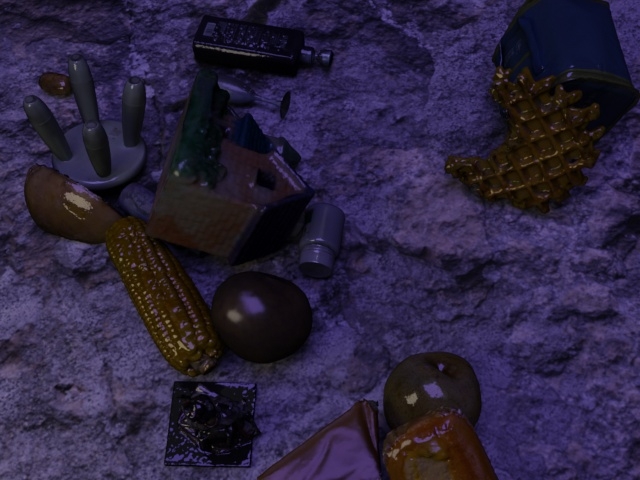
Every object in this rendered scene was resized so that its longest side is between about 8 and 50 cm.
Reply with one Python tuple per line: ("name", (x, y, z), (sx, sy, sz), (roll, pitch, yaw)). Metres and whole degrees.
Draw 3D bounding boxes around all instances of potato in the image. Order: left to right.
("potato", (-0.590, -0.349, 1.761), (0.083, 0.040, 0.051), (18, 73, 13))
("potato", (-0.513, -0.065, 1.563), (0.261, 0.120, 0.100), (28, 71, 17))

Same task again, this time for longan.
("longan", (-0.105, 0.133, 1.399), (0.167, 0.187, 0.168), (-32, 35, 27))

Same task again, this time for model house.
("model house", (-0.150, -0.126, 1.502), (0.280, 0.245, 0.312), (18, 47, -15))

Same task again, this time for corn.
("corn", (-0.292, 0.098, 1.460), (0.120, 0.120, 0.363), (-32, 64, -14))

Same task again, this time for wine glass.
("wine glass", (-0.166, -0.320, 1.716), (0.197, 0.066, 0.066), (18, 63, 12))

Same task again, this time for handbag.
("handbag", (0.476, -0.329, 1.582), (0.222, 0.263, 0.241), (9, 57, -17))

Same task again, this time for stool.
("stool", (-0.455, -0.231, 1.588), (0.195, 0.199, 0.195), (24, 54, 12))

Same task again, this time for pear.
("pear", (0.190, 0.265, 1.327), (0.167, 0.137, 0.167), (9, 17, -3))

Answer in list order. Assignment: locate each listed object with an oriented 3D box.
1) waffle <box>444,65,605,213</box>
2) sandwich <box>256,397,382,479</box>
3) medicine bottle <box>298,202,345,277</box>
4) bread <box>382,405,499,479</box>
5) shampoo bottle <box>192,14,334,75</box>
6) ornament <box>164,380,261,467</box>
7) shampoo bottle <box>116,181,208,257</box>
("waffle", (0.391, -0.171, 1.489), (0.259, 0.293, 0.069), (24, 43, 4))
("sandwich", (0.000, 0.383, 1.268), (0.198, 0.155, 0.228), (-2, 61, 1))
("medicine bottle", (0.000, 0.000, 1.522), (0.080, 0.080, 0.131), (8, 62, 7))
("bread", (0.206, 0.394, 1.206), (0.152, 0.119, 0.288), (-26, 97, 0))
("shampoo bottle", (-0.125, -0.432, 1.770), (0.309, 0.071, 0.098), (11, 61, 8))
("ornament", (-0.186, 0.280, 1.312), (0.166, 0.196, 0.153), (0, 62, 1))
("shampoo bottle", (-0.303, -0.038, 1.564), (0.214, 0.072, 0.072), (33, 67, 18))
